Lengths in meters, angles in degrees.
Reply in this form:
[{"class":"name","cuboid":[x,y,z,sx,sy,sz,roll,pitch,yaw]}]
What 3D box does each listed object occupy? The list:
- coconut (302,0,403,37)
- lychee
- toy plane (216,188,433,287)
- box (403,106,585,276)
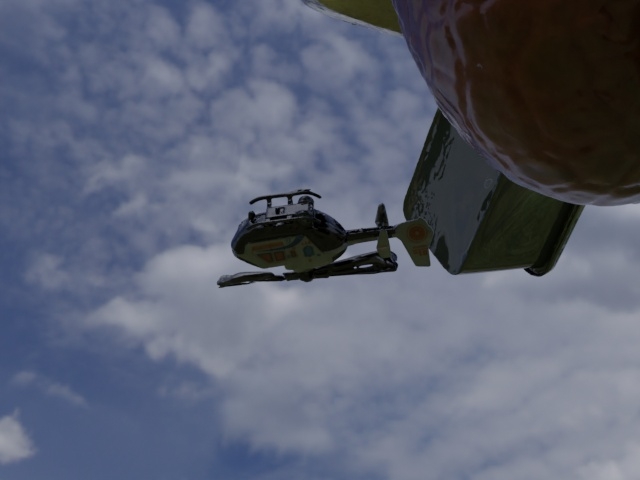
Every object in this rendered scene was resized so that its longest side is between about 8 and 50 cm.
[{"class":"coconut","cuboid":[0.067,-0.383,1.005,0.346,0.346,0.360,-34,-85,38]},{"class":"lychee","cuboid":[0.166,-0.142,0.613,0.255,0.300,0.255,-23,-49,-30]},{"class":"toy plane","cuboid":[0.001,-0.001,0.974,0.197,0.053,0.078,-6,-60,4]},{"class":"box","cuboid":[0.197,-0.075,1.224,0.135,0.163,0.243,-10,-44,-30]}]
